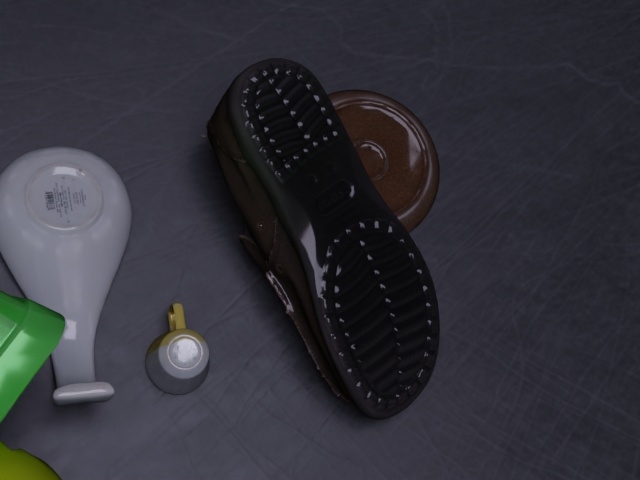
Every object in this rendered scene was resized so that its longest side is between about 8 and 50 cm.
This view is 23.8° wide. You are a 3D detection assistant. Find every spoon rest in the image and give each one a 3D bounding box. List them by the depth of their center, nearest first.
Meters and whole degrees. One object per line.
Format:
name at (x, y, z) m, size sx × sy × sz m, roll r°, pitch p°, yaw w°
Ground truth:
spoon rest at (-0.242, 0.033, 1.441) m, size 0.137 × 0.084 × 0.276 m, roll -2°, pitch 64°, yaw -14°

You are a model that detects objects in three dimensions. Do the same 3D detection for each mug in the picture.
mug at (-0.137, 0.106, 1.443) m, size 0.062 × 0.064 × 0.078 m, roll -37°, pitch 86°, yaw -17°

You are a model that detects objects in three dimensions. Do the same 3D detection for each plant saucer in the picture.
plant saucer at (0.044, -0.079, 1.548) m, size 0.169 × 0.029 × 0.168 m, roll 3°, pitch 75°, yaw -11°

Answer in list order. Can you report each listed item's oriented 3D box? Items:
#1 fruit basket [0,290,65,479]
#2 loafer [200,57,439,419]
fruit basket at (-0.343, 0.211, 1.281) m, size 0.392 × 0.283 × 0.392 m, roll -2°, pitch 94°, yaw -33°
loafer at (0.000, 0.000, 1.475) m, size 0.134 × 0.130 × 0.365 m, roll -26°, pitch 99°, yaw -30°
